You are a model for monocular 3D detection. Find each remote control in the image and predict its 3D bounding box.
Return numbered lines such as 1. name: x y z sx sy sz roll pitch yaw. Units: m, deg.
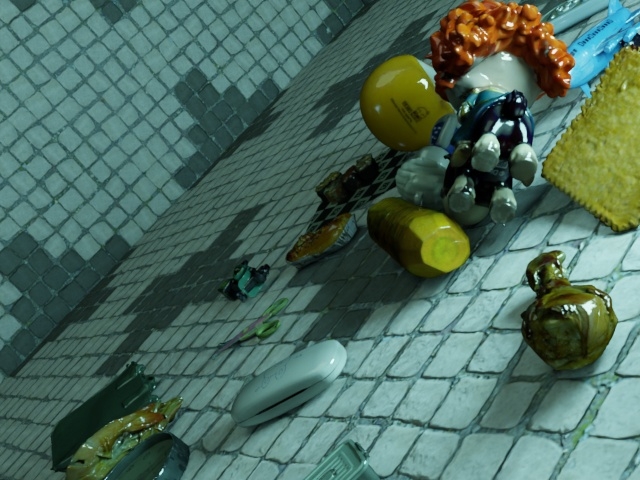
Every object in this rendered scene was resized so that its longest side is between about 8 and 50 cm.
1. remote control: 0.578 -0.511 1.960 0.244 0.047 0.087 -23 22 47

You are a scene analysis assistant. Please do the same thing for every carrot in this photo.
1. carrot: 0.156 -0.007 1.523 0.114 0.114 0.302 -42 15 -3

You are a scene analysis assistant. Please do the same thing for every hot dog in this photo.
1. hot dog: 0.000 0.000 1.936 0.191 0.059 0.108 -31 16 37

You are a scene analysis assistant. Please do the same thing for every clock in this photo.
1. clock: -0.324 0.429 1.602 0.215 0.042 0.215 -37 17 13

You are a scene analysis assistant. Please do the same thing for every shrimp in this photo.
1. shrimp: -0.370 0.376 1.719 0.267 0.145 0.061 -33 48 -22

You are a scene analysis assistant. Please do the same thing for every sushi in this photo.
1. sushi: 0.079 -0.148 2.134 0.290 0.050 0.264 -29 21 33

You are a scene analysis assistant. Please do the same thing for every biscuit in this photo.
1. biscuit: 0.423 -0.145 1.257 0.232 0.013 0.237 -58 30 14

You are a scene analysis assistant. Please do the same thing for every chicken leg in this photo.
1. chicken leg: 0.291 0.076 1.102 0.107 0.087 0.251 -18 16 12

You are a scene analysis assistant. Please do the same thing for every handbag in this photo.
1. handbag: -0.453 0.386 1.927 0.260 0.079 0.247 -41 19 -7

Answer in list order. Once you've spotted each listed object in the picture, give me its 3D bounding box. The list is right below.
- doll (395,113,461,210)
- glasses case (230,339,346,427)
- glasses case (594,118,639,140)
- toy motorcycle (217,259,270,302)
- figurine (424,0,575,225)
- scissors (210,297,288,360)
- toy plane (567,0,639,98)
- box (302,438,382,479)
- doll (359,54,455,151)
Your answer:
1. doll: 0.228 -0.154 1.723 0.138 0.119 0.293 95 -160 -44
2. glasses case: -0.054 0.233 1.472 0.233 0.059 0.092 -32 21 30
3. glasses case: 0.487 -0.180 1.288 0.327 0.076 0.125 -21 31 50
4. toy motorcycle: -0.169 0.094 2.068 0.100 0.058 0.173 -54 19 -15
5. figurine: 0.281 -0.213 1.485 0.306 0.241 0.411 66 -150 -71
6. scissors: -0.146 0.186 1.851 0.187 0.020 0.133 -33 16 20
7. toy plane: 0.498 -0.343 1.621 0.254 0.105 0.271 -16 31 56
8. box: 0.025 0.311 1.099 0.122 0.069 0.084 -43 16 -5
9. doll: 0.188 -0.309 2.021 0.213 0.213 0.236 -38 15 11
